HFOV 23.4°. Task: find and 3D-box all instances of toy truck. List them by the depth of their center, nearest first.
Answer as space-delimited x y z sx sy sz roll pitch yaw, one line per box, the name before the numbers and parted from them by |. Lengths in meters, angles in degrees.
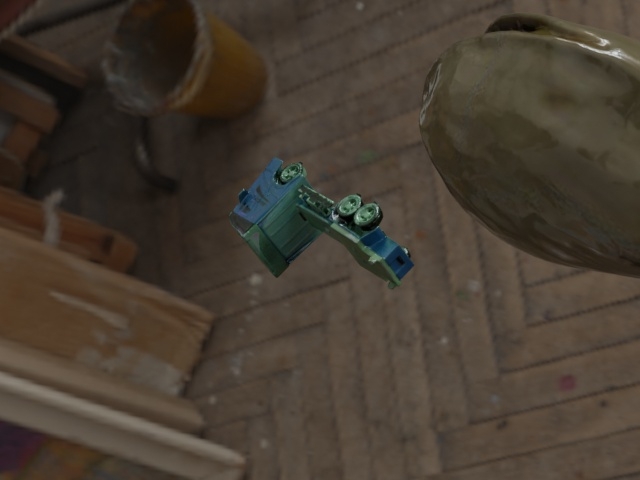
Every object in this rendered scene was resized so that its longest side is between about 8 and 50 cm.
toy truck | 0.000 0.000 1.238 0.081 0.067 0.175 -46 40 -10

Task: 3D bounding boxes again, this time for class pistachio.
pistachio | 0.155 -0.058 0.899 0.238 0.137 0.153 24 136 47
